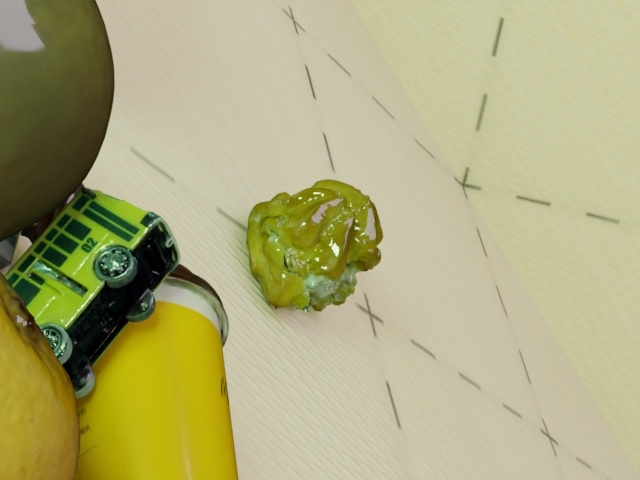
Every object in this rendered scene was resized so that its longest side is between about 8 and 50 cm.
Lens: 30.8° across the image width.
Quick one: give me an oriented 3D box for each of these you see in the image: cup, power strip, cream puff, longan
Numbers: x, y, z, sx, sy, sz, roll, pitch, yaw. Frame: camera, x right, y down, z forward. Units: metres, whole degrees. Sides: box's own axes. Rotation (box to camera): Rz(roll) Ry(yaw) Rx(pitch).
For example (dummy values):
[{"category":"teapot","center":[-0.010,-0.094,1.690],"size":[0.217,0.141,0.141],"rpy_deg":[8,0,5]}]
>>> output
[{"category":"cup","center":[-0.157,0.158,1.021],"size":[0.196,0.196,0.280],"rpy_deg":[37,25,-46]},{"category":"power strip","center":[-0.317,-0.010,1.150],"size":[0.040,0.016,0.090],"rpy_deg":[47,24,-32]},{"category":"cream puff","center":[-0.003,-0.005,1.642],"size":[0.195,0.194,0.221],"rpy_deg":[63,18,9]},{"category":"longan","center":[-0.319,-0.132,0.917],"size":[0.319,0.319,0.319],"rpy_deg":[47,24,-29]}]

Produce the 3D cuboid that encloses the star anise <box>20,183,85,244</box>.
[{"category":"star anise","center":[-0.195,0.048,1.191],"size":[0.227,0.148,0.219],"rpy_deg":[7,95,-55]}]

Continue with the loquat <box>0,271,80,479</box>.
[{"category":"loquat","center":[-0.279,0.112,0.753],"size":[0.263,0.263,0.263],"rpy_deg":[47,24,-29]}]

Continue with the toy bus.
[{"category":"toy bus","center":[-0.201,0.045,0.942],"size":[0.101,0.175,0.088],"rpy_deg":[28,-22,21]}]
